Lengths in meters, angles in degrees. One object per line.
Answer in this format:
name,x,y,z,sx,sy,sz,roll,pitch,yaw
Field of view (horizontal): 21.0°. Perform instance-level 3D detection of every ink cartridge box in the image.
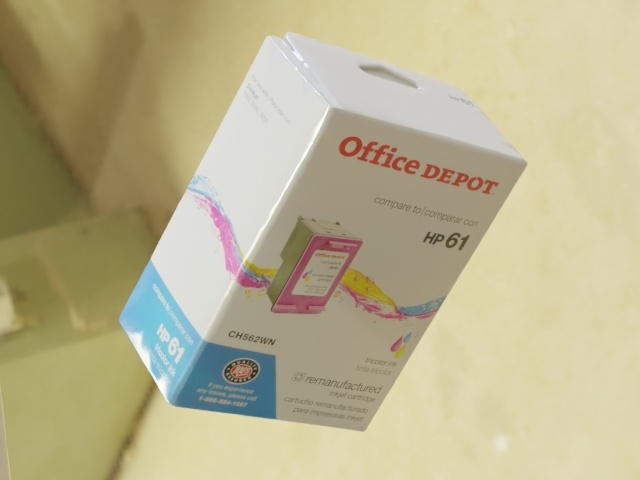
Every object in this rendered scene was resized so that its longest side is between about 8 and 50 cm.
ink cartridge box,0.000,0.000,0.593,0.122,0.088,0.052,-62,40,21

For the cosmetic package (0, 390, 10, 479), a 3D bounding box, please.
cosmetic package,-0.252,0.081,0.869,0.113,0.160,0.309,-30,54,29
